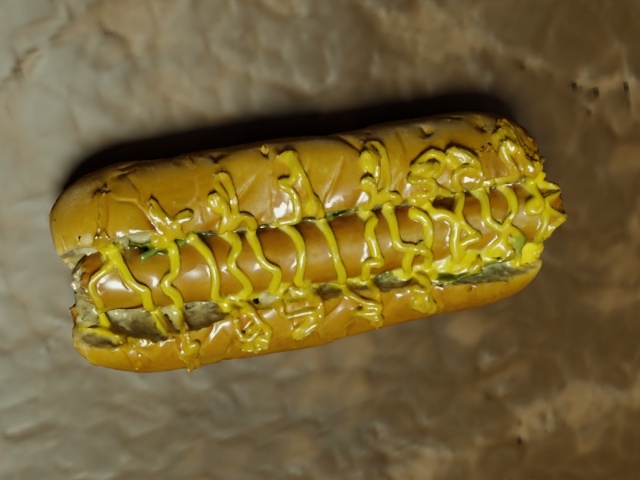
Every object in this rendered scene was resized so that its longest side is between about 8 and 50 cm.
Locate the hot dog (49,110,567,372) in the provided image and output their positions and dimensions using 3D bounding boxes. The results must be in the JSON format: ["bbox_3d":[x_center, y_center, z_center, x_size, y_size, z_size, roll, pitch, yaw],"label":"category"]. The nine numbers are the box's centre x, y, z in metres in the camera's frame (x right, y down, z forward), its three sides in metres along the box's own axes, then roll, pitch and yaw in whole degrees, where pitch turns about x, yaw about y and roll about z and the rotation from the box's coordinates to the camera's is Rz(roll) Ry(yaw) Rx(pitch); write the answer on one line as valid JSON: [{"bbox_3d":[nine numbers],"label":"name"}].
[{"bbox_3d":[0.000,0.000,0.354,0.165,0.045,0.071,-10,108,-12],"label":"hot dog"}]
